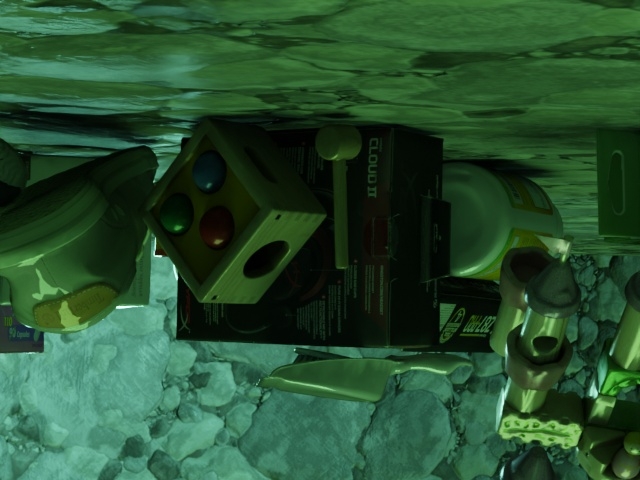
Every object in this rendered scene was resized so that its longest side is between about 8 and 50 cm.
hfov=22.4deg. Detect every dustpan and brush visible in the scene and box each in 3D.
[{"bbox_3d":[0.046,0.130,1.613,0.211,0.060,0.147,9,171,-3],"label":"dustpan and brush"}]

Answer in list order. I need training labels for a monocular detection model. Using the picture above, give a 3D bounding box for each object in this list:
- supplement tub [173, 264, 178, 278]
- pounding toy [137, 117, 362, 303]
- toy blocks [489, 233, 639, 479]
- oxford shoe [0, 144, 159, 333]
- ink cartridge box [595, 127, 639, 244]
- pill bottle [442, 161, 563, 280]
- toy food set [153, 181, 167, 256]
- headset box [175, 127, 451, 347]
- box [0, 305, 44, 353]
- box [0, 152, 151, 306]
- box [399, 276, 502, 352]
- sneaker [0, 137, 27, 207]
[{"bbox_3d":[-0.116,0.000,2.433,0.200,0.144,0.144,0,177,3],"label":"supplement tub"},{"bbox_3d":[-0.053,-0.036,1.519,0.094,0.181,0.206,4,132,-51],"label":"pounding toy"},{"bbox_3d":[0.317,0.121,1.548,0.289,0.309,0.260,9,134,-2],"label":"toy blocks"},{"bbox_3d":[-0.242,-0.005,1.648,0.169,0.130,0.449,-24,-168,5],"label":"oxford shoe"},{"bbox_3d":[0.339,-0.050,1.612,0.209,0.109,0.062,3,176,-30],"label":"ink cartridge box"},{"bbox_3d":[0.210,-0.019,1.986,0.136,0.136,0.246,0,176,28],"label":"pill bottle"},{"bbox_3d":[-0.119,-0.029,2.240,0.232,0.104,0.111,2,177,-8],"label":"toy food set"},{"bbox_3d":[0.000,0.000,1.651,0.293,0.218,0.110,-1,177,33],"label":"headset box"},{"bbox_3d":[-0.450,0.024,2.055,0.117,0.243,0.213,-1,176,20],"label":"box"},{"bbox_3d":[-0.304,-0.009,1.951,0.182,0.181,0.119,2,177,-19],"label":"box"},{"bbox_3d":[0.062,0.025,2.049,0.318,0.097,0.395,34,-170,20],"label":"box"},{"bbox_3d":[-0.358,-0.071,1.633,0.235,0.094,0.153,0,178,30],"label":"sneaker"}]
